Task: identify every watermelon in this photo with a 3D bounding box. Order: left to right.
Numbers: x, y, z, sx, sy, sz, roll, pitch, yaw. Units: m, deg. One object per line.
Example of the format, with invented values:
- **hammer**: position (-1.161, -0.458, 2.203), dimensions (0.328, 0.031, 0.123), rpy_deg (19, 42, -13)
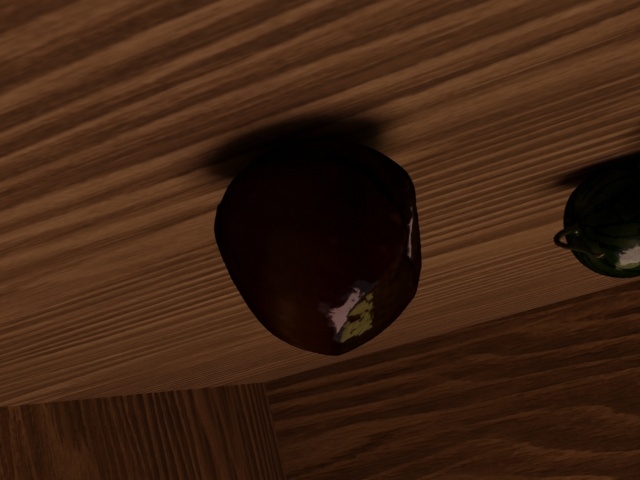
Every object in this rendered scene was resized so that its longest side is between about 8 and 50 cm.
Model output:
- **watermelon**: position (0.358, -0.021, 1.178), dimensions (0.187, 0.141, 0.140), rpy_deg (-6, 167, -25)

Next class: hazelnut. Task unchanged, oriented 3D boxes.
- **hazelnut**: position (0.000, 0.000, 0.794), dimensions (0.178, 0.178, 0.204), rpy_deg (-19, -162, 26)
